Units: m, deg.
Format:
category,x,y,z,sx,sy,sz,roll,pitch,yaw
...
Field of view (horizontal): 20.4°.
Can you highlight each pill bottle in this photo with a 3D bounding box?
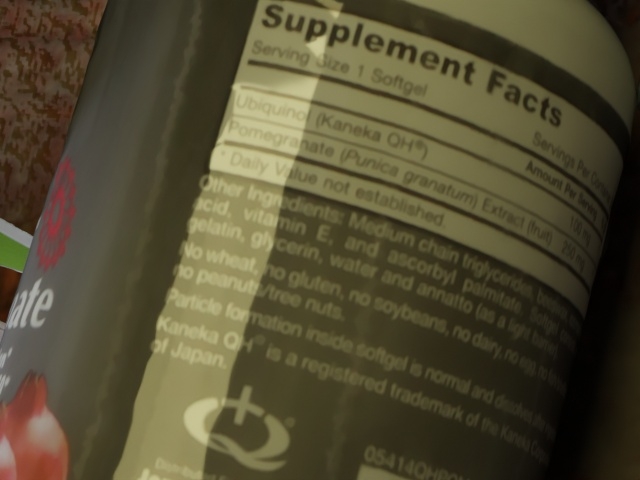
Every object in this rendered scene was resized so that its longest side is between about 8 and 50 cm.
category,x,y,z,sx,sy,sz,roll,pitch,yaw
pill bottle,0.000,0.000,0.568,0.176,0.176,0.319,8,75,34

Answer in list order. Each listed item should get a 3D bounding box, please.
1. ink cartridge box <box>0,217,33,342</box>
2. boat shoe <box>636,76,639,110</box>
category,x,y,z,sx,sy,sz,roll,pitch,yaw
ink cartridge box,-0.197,0.007,0.685,0.255,0.189,0.097,-19,61,24
boat shoe,0.188,-0.058,0.540,0.183,0.065,0.083,18,83,37
